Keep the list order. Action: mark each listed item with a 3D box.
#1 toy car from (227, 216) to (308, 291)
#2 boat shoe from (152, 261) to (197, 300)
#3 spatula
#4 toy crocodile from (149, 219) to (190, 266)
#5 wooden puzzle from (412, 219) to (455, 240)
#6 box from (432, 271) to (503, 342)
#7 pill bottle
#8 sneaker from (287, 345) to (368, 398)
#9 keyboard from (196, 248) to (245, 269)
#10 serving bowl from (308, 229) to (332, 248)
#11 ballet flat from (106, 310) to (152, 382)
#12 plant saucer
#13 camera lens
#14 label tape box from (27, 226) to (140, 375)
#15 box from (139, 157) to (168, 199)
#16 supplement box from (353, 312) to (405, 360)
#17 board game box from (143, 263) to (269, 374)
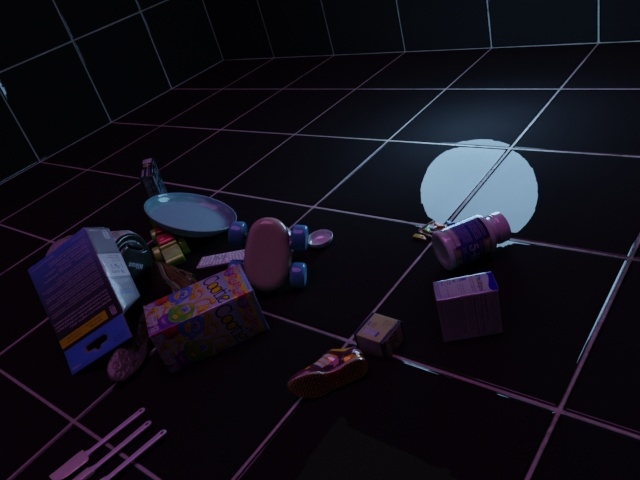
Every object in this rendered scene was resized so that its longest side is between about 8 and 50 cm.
[{"bbox_3d":[-0.137,0.032,1.719,0.219,0.211,0.238,3,6,7],"label":"toy car"},{"bbox_3d":[-0.426,0.141,1.733,0.104,0.111,0.307,-3,19,-29],"label":"boat shoe"},{"bbox_3d":[-0.465,0.481,1.294,0.242,0.019,0.168,-36,31,-29],"label":"spatula"},{"bbox_3d":[-0.525,-0.010,1.993,0.115,0.105,0.340,-23,33,-9],"label":"toy crocodile"},{"bbox_3d":[0.332,-0.033,1.705,0.116,0.014,0.078,-34,36,-25],"label":"wooden puzzle"},{"bbox_3d":[0.333,0.151,1.315,0.137,0.126,0.072,-11,31,9],"label":"box"},{"bbox_3d":[0.399,-0.004,1.536,0.186,0.112,0.112,-23,32,-8],"label":"pill bottle"},{"bbox_3d":[0.012,0.294,1.315,0.185,0.070,0.084,-15,23,-8],"label":"sneaker"},{"bbox_3d":[-0.270,0.051,1.863,0.255,0.014,0.072,-10,33,11],"label":"keyboard"},{"bbox_3d":[0.000,0.000,1.799,0.083,0.027,0.083,-13,32,8],"label":"serving bowl"},{"bbox_3d":[-0.501,0.288,1.578,0.084,0.058,0.250,22,42,-6],"label":"ballet flat"},{"bbox_3d":[-0.453,-0.086,2.030,0.317,0.044,0.318,11,25,-5],"label":"plant saucer"},{"bbox_3d":[-0.685,0.083,1.818,0.274,0.219,0.219,-3,34,22],"label":"camera lens"},{"bbox_3d":[-0.640,0.166,1.623,0.240,0.334,0.106,-32,-11,18],"label":"label tape box"},{"bbox_3d":[-0.614,-0.178,2.186,0.051,0.220,0.175,-17,33,-4],"label":"box"},{"bbox_3d":[0.139,0.223,1.361,0.083,0.056,0.083,13,42,39],"label":"supplement box"},{"bbox_3d":[-0.297,0.202,1.520,0.275,0.144,0.142,-25,33,-10],"label":"board game box"}]
